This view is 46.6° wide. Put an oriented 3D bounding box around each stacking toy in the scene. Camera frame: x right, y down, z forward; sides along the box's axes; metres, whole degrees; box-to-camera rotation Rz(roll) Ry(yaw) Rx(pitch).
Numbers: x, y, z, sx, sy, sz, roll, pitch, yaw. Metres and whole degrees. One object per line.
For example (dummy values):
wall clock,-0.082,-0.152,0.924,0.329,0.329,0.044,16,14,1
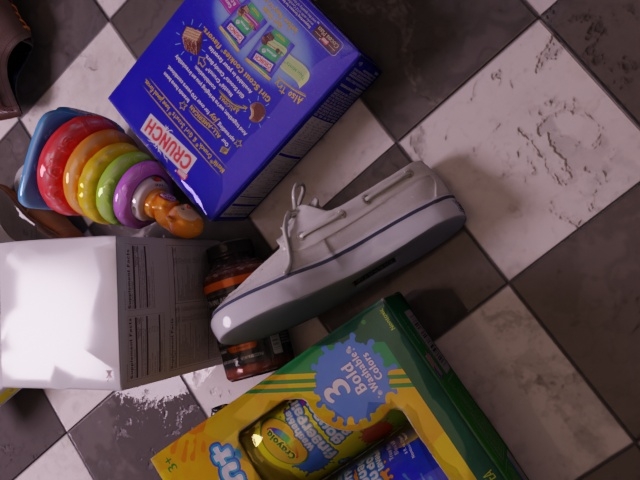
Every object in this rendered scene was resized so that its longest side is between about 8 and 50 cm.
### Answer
stacking toy,-0.286,-0.076,1.105,0.301,0.175,0.166,26,101,30

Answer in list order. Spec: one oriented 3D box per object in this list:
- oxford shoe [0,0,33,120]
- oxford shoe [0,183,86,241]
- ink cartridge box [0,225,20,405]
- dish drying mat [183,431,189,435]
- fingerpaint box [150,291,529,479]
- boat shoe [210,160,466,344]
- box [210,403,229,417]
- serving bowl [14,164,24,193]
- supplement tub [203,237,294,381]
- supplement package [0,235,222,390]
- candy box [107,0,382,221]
oxford shoe,-0.566,-0.379,1.300,0.132,0.130,0.364,1,83,-8
oxford shoe,-0.482,-0.033,1.262,0.212,0.076,0.076,36,129,16
ink cartridge box,-0.579,0.115,1.284,0.307,0.072,0.303,-39,73,-8
dish drying mat,-0.189,0.339,1.166,0.032,0.008,0.083,-28,79,21
fingerpaint box,0.066,0.351,0.937,0.371,0.163,0.445,-35,80,11
boat shoe,0.000,-0.004,0.998,0.367,0.136,0.156,-30,69,1
box,-0.079,0.361,1.095,0.175,0.051,0.220,3,90,22
serving bowl,-0.504,-0.100,1.296,0.083,0.027,0.083,0,89,22
supplement tub,-0.110,0.099,1.085,0.106,0.106,0.198,-19,81,21
supplement package,-0.289,0.097,1.074,0.199,0.262,0.198,-3,88,22
candy box,-0.116,-0.227,1.086,0.317,0.122,0.268,-45,74,15
